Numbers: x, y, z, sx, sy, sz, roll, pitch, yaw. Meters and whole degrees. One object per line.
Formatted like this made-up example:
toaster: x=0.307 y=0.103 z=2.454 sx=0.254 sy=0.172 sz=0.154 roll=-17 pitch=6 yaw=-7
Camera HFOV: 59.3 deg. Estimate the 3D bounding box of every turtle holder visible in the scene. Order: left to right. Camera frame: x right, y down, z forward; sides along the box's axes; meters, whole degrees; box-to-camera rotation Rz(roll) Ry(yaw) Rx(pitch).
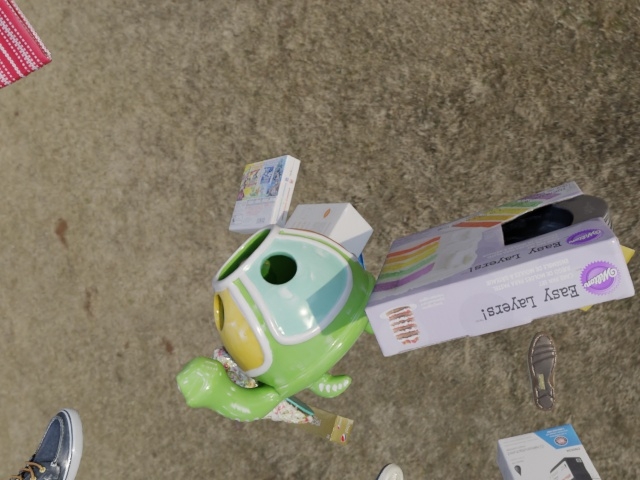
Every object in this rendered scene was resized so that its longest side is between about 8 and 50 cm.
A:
turtle holder: x=-0.071 y=0.122 z=0.892 sx=0.320 sy=0.243 sz=0.227 roll=-41 pitch=107 yaw=2

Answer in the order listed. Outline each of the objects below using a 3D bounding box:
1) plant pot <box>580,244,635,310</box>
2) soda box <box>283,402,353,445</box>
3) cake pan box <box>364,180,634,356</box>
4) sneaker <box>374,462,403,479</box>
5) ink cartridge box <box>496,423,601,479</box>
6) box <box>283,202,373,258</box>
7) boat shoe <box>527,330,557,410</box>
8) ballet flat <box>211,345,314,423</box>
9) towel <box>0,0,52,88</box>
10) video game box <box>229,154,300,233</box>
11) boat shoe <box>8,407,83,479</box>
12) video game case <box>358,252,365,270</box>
plant pot: x=0.641 y=0.064 z=1.485 sx=0.212 sy=0.212 sz=0.187 roll=20 pitch=96 yaw=-5
soda box: x=-0.013 y=0.414 z=1.295 sx=0.181 sy=0.061 sz=0.058 roll=1 pitch=67 yaw=46
cake pan box: x=0.200 y=0.024 z=0.657 sx=0.267 sy=0.245 sz=0.070 roll=-18 pitch=104 yaw=21
sneaker: x=0.115 y=0.768 z=1.624 sx=0.148 sy=0.131 sz=0.349 roll=34 pitch=106 yaw=44
ink cartridge box: x=0.646 y=0.689 z=1.540 sx=0.307 sy=0.223 sz=0.129 roll=-101 pitch=-1 yaw=-52
box: x=0.000 y=0.000 z=1.165 sx=0.171 sy=0.091 sz=0.130 roll=4 pitch=56 yaw=51
boat shoe: x=0.541 y=0.317 z=1.383 sx=0.068 sy=0.072 sz=0.189 roll=2 pitch=87 yaw=15
ballet flat: x=-0.121 y=0.293 z=1.083 sx=0.241 sy=0.091 sz=0.077 roll=41 pitch=85 yaw=-13
towel: x=-0.547 y=-0.293 z=0.803 sx=0.275 sy=0.031 sz=0.198 roll=-16 pitch=122 yaw=19
video game box: x=-0.145 y=-0.112 z=1.426 sx=0.205 sy=0.048 sz=0.187 roll=-1 pitch=75 yaw=52
boat shoe: x=-0.374 y=0.312 z=0.735 sx=0.065 sy=0.083 sz=0.183 roll=-4 pitch=71 yaw=37
video game case: x=0.060 y=0.046 z=1.315 sx=0.119 sy=0.015 sz=0.166 roll=-10 pitch=91 yaw=58
